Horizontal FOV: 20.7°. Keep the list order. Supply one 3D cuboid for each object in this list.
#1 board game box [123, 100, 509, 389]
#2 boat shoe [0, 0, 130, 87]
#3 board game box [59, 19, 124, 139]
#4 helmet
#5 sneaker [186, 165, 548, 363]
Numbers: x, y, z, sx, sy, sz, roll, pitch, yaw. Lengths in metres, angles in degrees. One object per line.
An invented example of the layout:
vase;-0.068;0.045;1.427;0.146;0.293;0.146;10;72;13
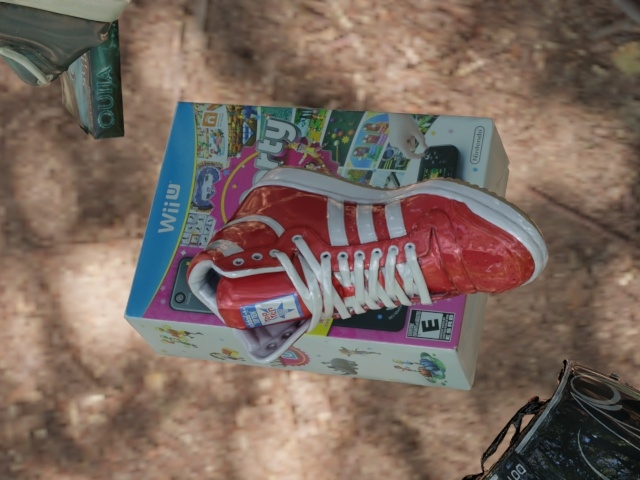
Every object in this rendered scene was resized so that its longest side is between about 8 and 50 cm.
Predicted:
board game box;0.000;0.000;1.575;0.303;0.097;0.224;4;67;18
boat shoe;-0.252;-0.151;1.042;0.099;0.319;0.116;-51;59;24
board game box;-0.173;-0.178;1.281;0.126;0.026;0.186;-141;47;-65
helmet;0.185;0.174;1.133;0.161;0.169;0.169;39;114;1
sneaker;0.011;0.011;0.566;0.118;0.067;0.042;8;130;38
